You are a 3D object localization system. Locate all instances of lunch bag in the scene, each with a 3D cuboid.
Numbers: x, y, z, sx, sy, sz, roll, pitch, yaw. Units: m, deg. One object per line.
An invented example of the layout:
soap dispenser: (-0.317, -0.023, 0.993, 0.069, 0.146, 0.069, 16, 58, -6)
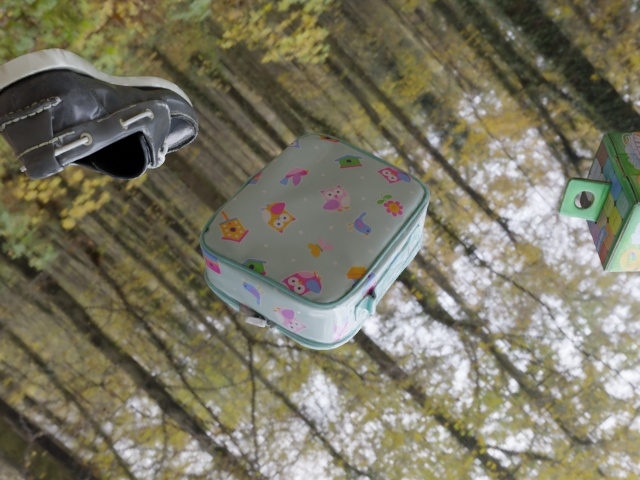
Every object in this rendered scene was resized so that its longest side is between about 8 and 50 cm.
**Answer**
lunch bag: (0.000, 0.000, 0.961, 0.279, 0.224, 0.108, -48, 158, -36)

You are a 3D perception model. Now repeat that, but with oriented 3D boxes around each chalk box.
chalk box: (0.417, -0.049, 0.979, 0.132, 0.213, 0.132, 90, -2, -49)

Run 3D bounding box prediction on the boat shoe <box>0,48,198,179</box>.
boat shoe: (-0.152, -0.077, 0.571, 0.084, 0.079, 0.233, -30, 176, 15)
